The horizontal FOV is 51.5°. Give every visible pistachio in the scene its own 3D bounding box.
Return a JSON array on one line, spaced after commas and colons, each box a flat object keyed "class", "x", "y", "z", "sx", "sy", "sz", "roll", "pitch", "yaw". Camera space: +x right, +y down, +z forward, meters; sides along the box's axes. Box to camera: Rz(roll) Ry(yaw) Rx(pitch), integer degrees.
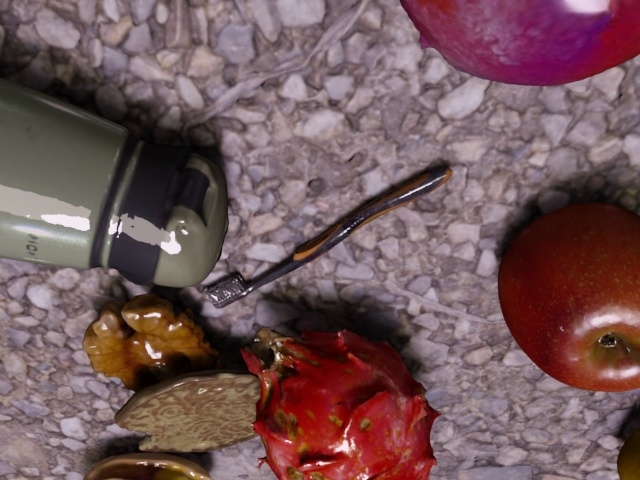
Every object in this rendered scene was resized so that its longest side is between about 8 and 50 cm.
[{"class": "pistachio", "x": -0.246, "y": 0.364, "z": 0.932, "sx": 0.201, "sy": 0.117, "sz": 0.145, "roll": -5, "pitch": 121, "yaw": 2}]

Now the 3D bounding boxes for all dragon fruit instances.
[{"class": "dragon fruit", "x": 0.020, "y": 0.195, "z": 0.755, "sx": 0.210, "sy": 0.205, "sz": 0.268, "roll": -31, "pitch": 108, "yaw": 25}]

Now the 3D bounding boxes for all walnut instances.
[{"class": "walnut", "x": -0.199, "y": 0.125, "z": 0.795, "sx": 0.143, "sy": 0.069, "sz": 0.170, "roll": -16, "pitch": 130, "yaw": 13}]

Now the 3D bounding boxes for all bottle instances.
[{"class": "bottle", "x": -0.254, "y": -0.052, "z": 0.629, "sx": 0.347, "sy": 0.168, "sz": 0.168, "roll": 17, "pitch": 123, "yaw": -13}]

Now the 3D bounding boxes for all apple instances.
[{"class": "apple", "x": 0.269, "y": 0.057, "z": 0.662, "sx": 0.181, "sy": 0.168, "sz": 0.181, "roll": 4, "pitch": 129, "yaw": 5}]

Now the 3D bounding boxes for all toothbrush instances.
[{"class": "toothbrush", "x": 0.002, "y": 0.002, "z": 0.728, "sx": 0.321, "sy": 0.023, "sz": 0.031, "roll": -27, "pitch": 121, "yaw": 21}]

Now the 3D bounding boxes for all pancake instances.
[{"class": "pancake", "x": -0.144, "y": 0.222, "z": 0.839, "sx": 0.212, "sy": 0.029, "sz": 0.235, "roll": -8, "pitch": 144, "yaw": -10}]

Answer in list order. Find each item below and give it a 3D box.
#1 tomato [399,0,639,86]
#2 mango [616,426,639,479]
[{"class": "tomato", "x": 0.175, "y": -0.253, "z": 0.457, "sx": 0.290, "sy": 0.176, "sz": 0.335, "roll": 38, "pitch": 120, "yaw": -17}, {"class": "mango", "x": 0.562, "y": 0.263, "z": 0.725, "sx": 0.445, "sy": 0.301, "sz": 0.220, "roll": -2, "pitch": 110, "yaw": 35}]
